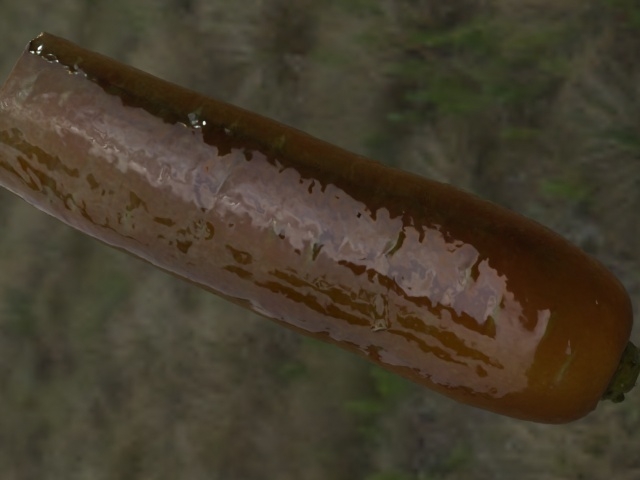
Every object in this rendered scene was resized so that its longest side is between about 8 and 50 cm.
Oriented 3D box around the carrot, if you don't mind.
[{"bbox_3d":[0.000,0.000,0.569,0.067,0.225,0.067,22,-90,-85],"label":"carrot"}]
